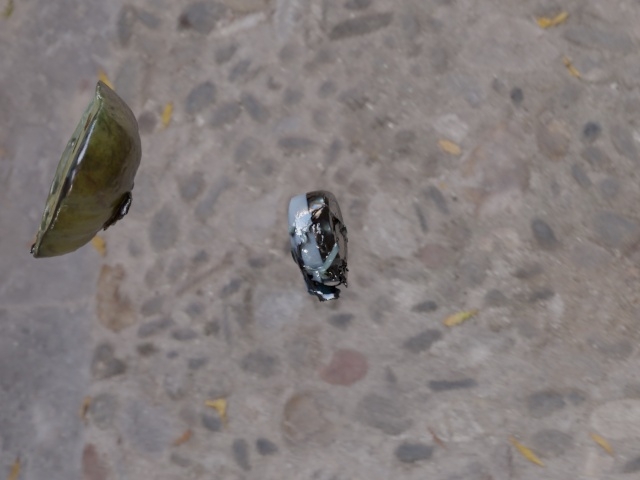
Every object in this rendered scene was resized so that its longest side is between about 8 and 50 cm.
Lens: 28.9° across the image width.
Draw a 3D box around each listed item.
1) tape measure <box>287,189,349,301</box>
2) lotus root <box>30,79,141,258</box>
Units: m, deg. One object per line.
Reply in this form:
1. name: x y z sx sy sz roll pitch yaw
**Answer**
1. tape measure: 0.000 -0.002 1.213 0.054 0.094 0.091 -11 33 10
2. lotus root: -0.231 -0.063 1.282 0.203 0.078 0.183 -56 20 35
